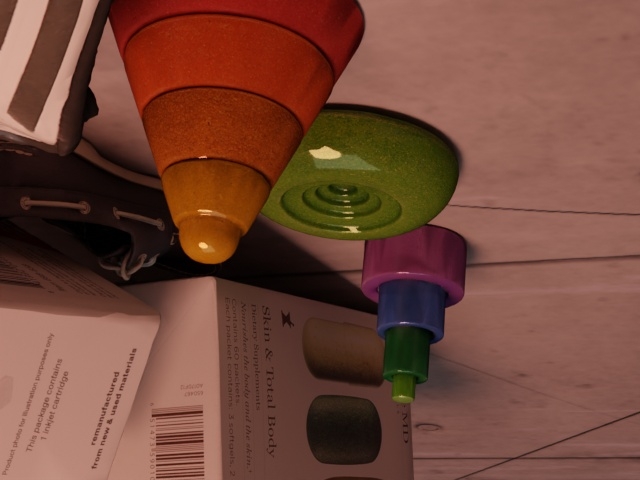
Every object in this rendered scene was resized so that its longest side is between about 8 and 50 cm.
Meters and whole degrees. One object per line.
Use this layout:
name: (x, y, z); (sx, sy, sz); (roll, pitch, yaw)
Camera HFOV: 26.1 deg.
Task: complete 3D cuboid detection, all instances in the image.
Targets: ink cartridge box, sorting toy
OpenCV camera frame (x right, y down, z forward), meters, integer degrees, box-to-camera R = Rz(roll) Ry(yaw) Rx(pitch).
ink cartridge box: (-0.256, 0.042, 0.721); (0.197, 0.114, 0.272); (26, -170, 42)
sorting toy: (0.000, 0.000, 0.728); (0.127, 0.126, 0.365); (-4, 155, 21)

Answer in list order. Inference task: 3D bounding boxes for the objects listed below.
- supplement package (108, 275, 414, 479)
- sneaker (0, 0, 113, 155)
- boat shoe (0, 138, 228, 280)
supplement package: (-0.079, 0.145, 0.933); (0.198, 0.199, 0.262); (-8, 168, 28)
sneaker: (-0.243, -0.072, 0.550); (0.447, 0.169, 0.257); (-19, 146, 40)
boat shoe: (-0.129, -0.007, 0.814); (0.075, 0.065, 0.206); (-14, 152, 33)
